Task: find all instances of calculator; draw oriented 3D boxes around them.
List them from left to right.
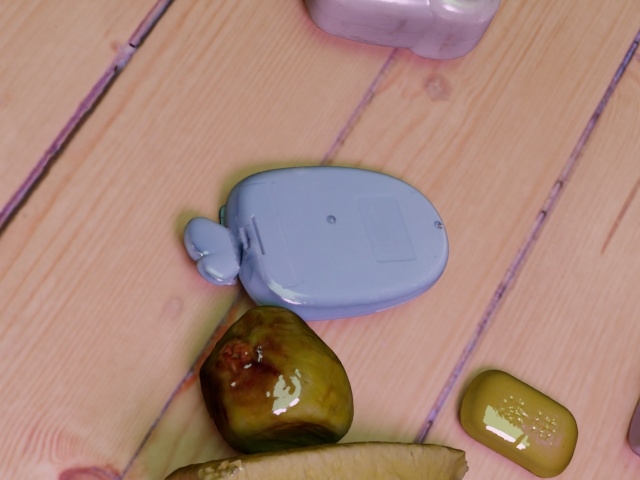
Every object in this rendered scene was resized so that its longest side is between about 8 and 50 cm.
[{"bbox_3d":[0.000,0.000,1.776,0.303,0.042,0.188,-4,61,-25],"label":"calculator"}]

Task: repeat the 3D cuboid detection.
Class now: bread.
[{"bbox_3d":[0.048,0.302,1.581,0.362,0.245,0.233,-8,81,-22],"label":"bread"}]

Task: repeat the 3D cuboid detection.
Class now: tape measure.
[{"bbox_3d":[0.101,-0.349,1.916,0.265,0.130,0.258,8,65,-10],"label":"tape measure"}]

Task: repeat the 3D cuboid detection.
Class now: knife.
[{"bbox_3d":[-0.103,0.005,1.774,0.027,0.010,0.096,7,65,-15],"label":"knife"}]

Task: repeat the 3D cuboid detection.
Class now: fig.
[{"bbox_3d":[-0.040,0.156,1.672,0.166,0.144,0.154,32,26,-13],"label":"fig"}]

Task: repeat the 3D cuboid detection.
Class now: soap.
[{"bbox_3d":[0.220,0.200,1.785,0.140,0.045,0.089,30,67,-5],"label":"soap"}]

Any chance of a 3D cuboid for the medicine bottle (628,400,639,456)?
[{"bbox_3d":[0.480,0.237,1.810,0.250,0.133,0.133,30,63,-6],"label":"medicine bottle"}]
